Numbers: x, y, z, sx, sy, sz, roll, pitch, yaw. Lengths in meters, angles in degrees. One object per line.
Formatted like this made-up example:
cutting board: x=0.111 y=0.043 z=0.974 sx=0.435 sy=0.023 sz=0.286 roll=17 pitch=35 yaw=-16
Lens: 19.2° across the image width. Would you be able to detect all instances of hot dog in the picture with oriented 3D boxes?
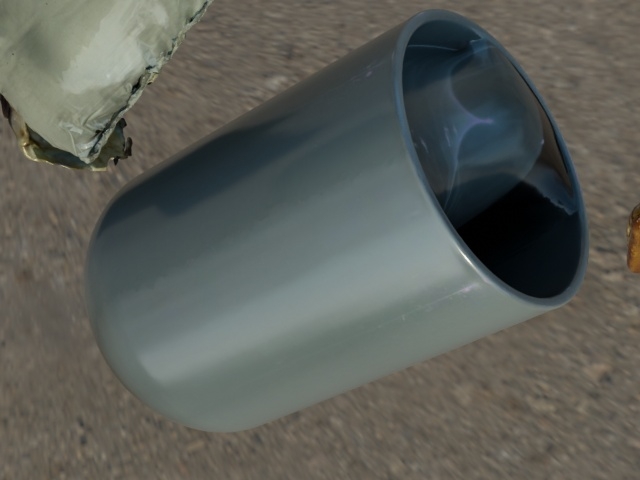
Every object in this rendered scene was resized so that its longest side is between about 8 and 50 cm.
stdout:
hot dog: x=0.246 y=-0.003 z=1.376 sx=0.049 sy=0.122 sz=0.037 roll=21 pitch=75 yaw=10

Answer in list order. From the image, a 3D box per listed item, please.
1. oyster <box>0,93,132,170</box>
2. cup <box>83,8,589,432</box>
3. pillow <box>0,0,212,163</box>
oyster: x=-0.247 y=-0.151 z=1.266 sx=0.094 sy=0.166 sz=0.294 roll=-39 pitch=83 yaw=25
cup: x=0.000 y=0.000 z=1.271 sx=0.312 sy=0.205 sz=0.205 roll=-26 pitch=104 yaw=33
pillow: x=-0.128 y=-0.145 z=1.082 sx=0.128 sy=0.051 sz=0.229 roll=46 pitch=132 yaw=-1
